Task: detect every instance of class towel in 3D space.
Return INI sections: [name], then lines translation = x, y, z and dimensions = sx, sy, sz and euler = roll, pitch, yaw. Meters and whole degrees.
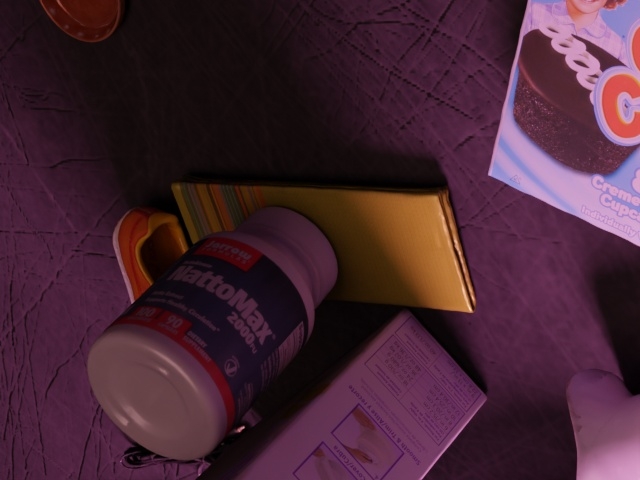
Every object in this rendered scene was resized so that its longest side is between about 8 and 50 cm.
[towel]
translation = 0.000, 0.000, 1.144
dimensions = 0.237, 0.021, 0.102
euler = 4, 126, 35

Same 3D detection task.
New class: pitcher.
[pitcher]
translation = 0.246, 0.147, 0.945
dimensions = 0.125, 0.177, 0.207
euler = 23, 153, -37

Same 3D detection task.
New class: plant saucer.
[plant saucer]
translation = -0.176, -0.186, 1.154
dimensions = 0.083, 0.013, 0.083
euler = 20, 129, 27

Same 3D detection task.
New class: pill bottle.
[pill bottle]
translation = -0.067, 0.056, 1.089
dimensions = 0.108, 0.180, 0.108
euler = 20, 133, 23

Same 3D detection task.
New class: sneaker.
[sneaker]
translation = -0.113, 0.057, 1.228
dimensions = 0.067, 0.064, 0.175
euler = 14, 131, 57

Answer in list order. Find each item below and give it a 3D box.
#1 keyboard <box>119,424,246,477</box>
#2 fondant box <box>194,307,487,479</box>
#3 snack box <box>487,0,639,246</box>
[keyboard]
translation = -0.093, 0.253, 1.382
dimensions = 0.317, 0.033, 0.201
euler = -9, 113, 40
[fondant box]
translation = -0.053, 0.205, 1.082
dimensions = 0.096, 0.330, 0.238
euler = 48, 128, 0
[snack box]
translation = 0.259, -0.056, 0.869
dimensions = 0.322, 0.060, 0.187
euler = 27, 132, 22
